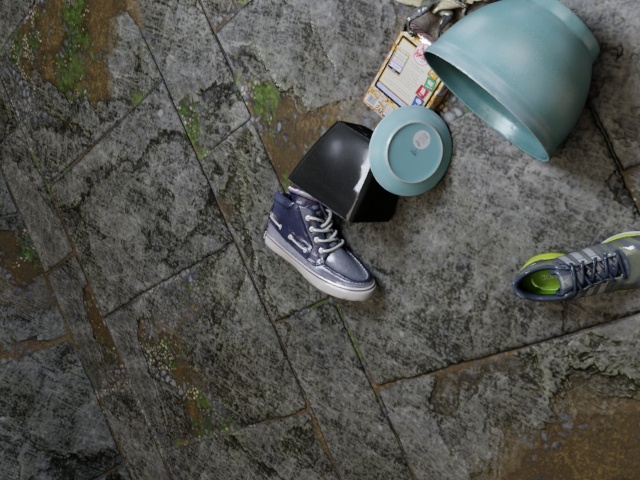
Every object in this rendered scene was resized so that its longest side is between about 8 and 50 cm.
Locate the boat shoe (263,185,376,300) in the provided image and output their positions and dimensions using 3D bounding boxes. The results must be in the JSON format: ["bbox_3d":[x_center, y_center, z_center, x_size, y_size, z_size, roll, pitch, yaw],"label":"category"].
[{"bbox_3d":[0.000,0.000,1.652,0.341,0.127,0.158,31,128,29],"label":"boat shoe"}]

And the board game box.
[{"bbox_3d":[0.191,-0.330,1.461,0.147,0.045,0.193,45,126,20],"label":"board game box"}]

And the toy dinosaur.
[{"bbox_3d":[0.222,-0.457,1.381,0.268,0.064,0.118,14,88,31],"label":"toy dinosaur"}]

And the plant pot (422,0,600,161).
[{"bbox_3d":[0.352,-0.306,1.214,0.293,0.293,0.196,45,100,20],"label":"plant pot"}]

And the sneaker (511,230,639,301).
[{"bbox_3d":[0.492,0.064,1.286,0.300,0.121,0.111,-21,89,40],"label":"sneaker"}]

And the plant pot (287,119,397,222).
[{"bbox_3d":[0.076,-0.157,1.524,0.187,0.188,0.166,36,111,26],"label":"plant pot"}]

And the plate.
[{"bbox_3d":[0.189,-0.181,1.427,0.024,0.188,0.188,-141,47,-67],"label":"plate"}]
